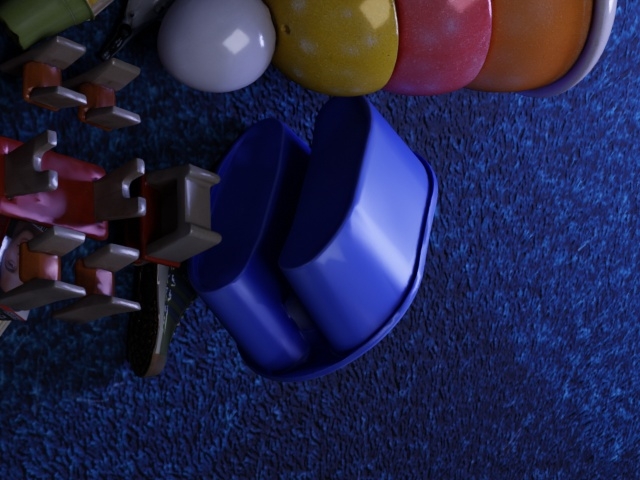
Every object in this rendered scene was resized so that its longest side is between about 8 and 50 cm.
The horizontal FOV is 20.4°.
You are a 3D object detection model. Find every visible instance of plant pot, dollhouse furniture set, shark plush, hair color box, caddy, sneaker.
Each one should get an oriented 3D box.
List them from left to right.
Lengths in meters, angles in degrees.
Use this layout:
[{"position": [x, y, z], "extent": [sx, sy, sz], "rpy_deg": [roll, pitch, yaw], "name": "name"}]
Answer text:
[{"position": [-0.317, 0.005, 1.831], "extent": [0.072, 0.043, 0.141], "rpy_deg": [43, 54, -48], "name": "hair color box"}, {"position": [-0.283, -0.234, 1.792], "extent": [0.079, 0.083, 0.083], "rpy_deg": [-38, 129, -9], "name": "plant pot"}, {"position": [-0.236, -0.041, 1.837], "extent": [0.259, 0.135, 0.262], "rpy_deg": [18, 63, -47], "name": "dollhouse furniture set"}, {"position": [-0.170, -0.247, 1.900], "extent": [0.161, 0.073, 0.067], "rpy_deg": [-59, 165, -15], "name": "shark plush"}, {"position": [-0.163, 0.060, 2.012], "extent": [0.086, 0.064, 0.192], "rpy_deg": [-4, 105, -36], "name": "sneaker"}, {"position": [0.000, 0.000, 1.980], "extent": [0.179, 0.241, 0.341], "rpy_deg": [50, 38, -34], "name": "caddy"}]

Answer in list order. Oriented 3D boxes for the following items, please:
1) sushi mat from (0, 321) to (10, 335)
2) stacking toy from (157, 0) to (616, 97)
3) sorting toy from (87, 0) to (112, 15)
[{"position": [-0.417, 0.114, 1.838], "extent": [0.316, 0.019, 0.151], "rpy_deg": [-56, 134, -11], "name": "sushi mat"}, {"position": [0.047, -0.264, 1.913], "extent": [0.480, 0.350, 0.351], "rpy_deg": [-22, 120, -26], "name": "stacking toy"}, {"position": [-0.228, -0.277, 1.862], "extent": [0.083, 0.012, 0.062], "rpy_deg": [-44, 130, -20], "name": "sorting toy"}]
